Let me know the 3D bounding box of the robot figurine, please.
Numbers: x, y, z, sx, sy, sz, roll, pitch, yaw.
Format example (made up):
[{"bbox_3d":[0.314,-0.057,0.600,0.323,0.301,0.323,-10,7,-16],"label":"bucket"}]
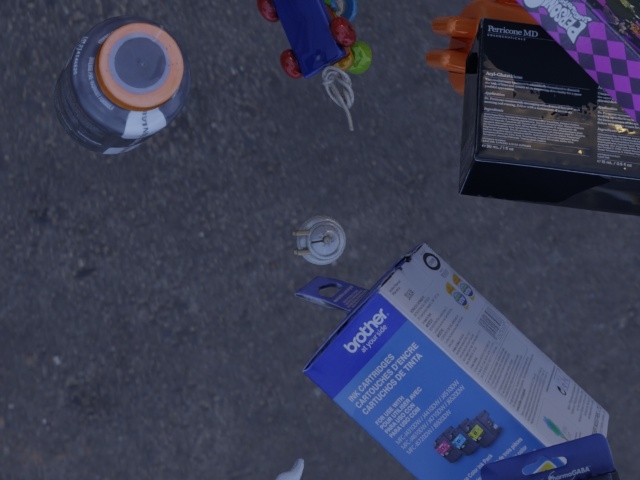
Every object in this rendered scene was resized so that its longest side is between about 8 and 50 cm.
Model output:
[{"bbox_3d":[0.249,-0.238,1.505,0.219,0.158,0.128,8,149,-16],"label":"robot figurine"}]

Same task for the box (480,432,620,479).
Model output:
[{"bbox_3d":[0.233,0.306,1.102,0.136,0.225,0.036,-21,165,24],"label":"box"}]

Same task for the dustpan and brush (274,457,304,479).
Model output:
[{"bbox_3d":[-0.077,0.285,1.077,0.060,0.211,0.147,28,156,-10],"label":"dustpan and brush"}]

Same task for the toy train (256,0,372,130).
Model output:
[{"bbox_3d":[0.023,-0.246,1.579,0.105,0.248,0.143,-29,166,26],"label":"toy train"}]

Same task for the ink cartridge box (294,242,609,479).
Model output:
[{"bbox_3d":[0.151,0.162,1.424,0.395,0.270,0.151,45,109,4],"label":"ink cartridge box"}]

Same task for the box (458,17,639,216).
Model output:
[{"bbox_3d":[0.296,-0.136,1.336,0.261,0.184,0.103,7,159,-2],"label":"box"}]

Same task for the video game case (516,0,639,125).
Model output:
[{"bbox_3d":[0.214,-0.191,0.865,0.210,0.232,0.042,-33,168,-49],"label":"video game case"}]

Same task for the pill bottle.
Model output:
[{"bbox_3d":[-0.217,-0.171,1.300,0.130,0.245,0.130,1,88,-18],"label":"pill bottle"}]

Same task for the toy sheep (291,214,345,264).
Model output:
[{"bbox_3d":[0.000,0.000,1.958,0.091,0.132,0.091,-1,96,-7],"label":"toy sheep"}]
